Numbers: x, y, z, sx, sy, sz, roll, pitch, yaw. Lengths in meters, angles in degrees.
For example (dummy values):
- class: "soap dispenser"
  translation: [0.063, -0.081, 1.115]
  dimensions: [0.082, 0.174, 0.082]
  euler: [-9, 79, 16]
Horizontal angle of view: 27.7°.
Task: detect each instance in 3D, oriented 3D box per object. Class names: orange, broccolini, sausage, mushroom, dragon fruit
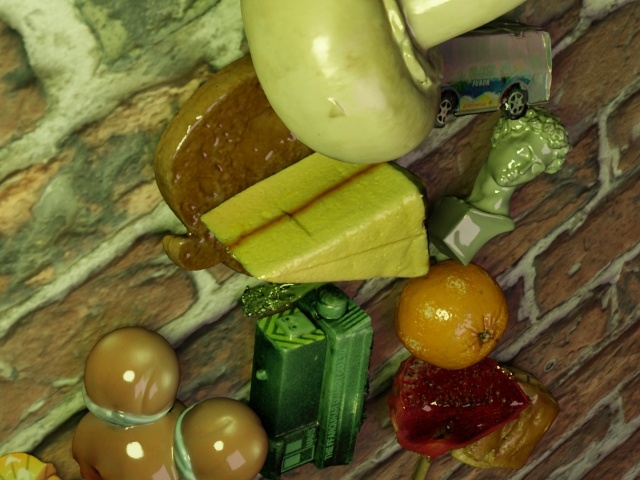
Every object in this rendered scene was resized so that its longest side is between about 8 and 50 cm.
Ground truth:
- class: "orange"
  translation: [0.218, 0.124, 2.117]
  dimensions: [0.193, 0.161, 0.193]
  euler: [-27, 141, -24]
- class: "broccolini"
  translation: [-0.006, 0.061, 1.829]
  dimensions: [0.054, 0.239, 0.051]
  euler: [65, 24, -15]
- class: "sausage"
  translation: [0.196, 0.424, 2.454]
  dimensions: [0.024, 0.024, 0.132]
  euler: [-8, 124, -41]
- class: "mushroom"
  translation: [0.082, -0.264, 1.501]
  dimensions: [0.336, 0.314, 0.314]
  euler: [-26, 149, 23]
- class: "dragon fruit"
  translation: [0.200, 0.293, 2.282]
  dimensions: [0.262, 0.134, 0.211]
  euler: [4, 130, -29]

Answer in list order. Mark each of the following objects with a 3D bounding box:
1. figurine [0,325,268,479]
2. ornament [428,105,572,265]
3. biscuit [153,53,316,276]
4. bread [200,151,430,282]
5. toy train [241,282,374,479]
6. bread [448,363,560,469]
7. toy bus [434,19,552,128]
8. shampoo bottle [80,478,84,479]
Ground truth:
- class: "figurine"
  translation: [-0.284, 0.332, 1.719]
  dimensions: [0.388, 0.277, 0.248]
  euler: [-52, -172, -25]
- class: "ornament"
  translation: [0.277, -0.088, 2.043]
  dimensions: [0.120, 0.130, 0.285]
  euler: [30, 106, -36]
- class: "biscuit"
  translation: [-0.085, -0.083, 1.725]
  dimensions: [0.314, 0.063, 0.367]
  euler: [-45, 142, -3]
- class: "bread"
  translation: [-0.003, 0.001, 1.700]
  dimensions: [0.264, 0.167, 0.163]
  euler: [-28, 138, -19]
- class: "toy train"
  translation: [-0.024, 0.224, 1.982]
  dimensions: [0.178, 0.138, 0.330]
  euler: [-17, 131, -30]
- class: "bread"
  translation: [0.358, 0.350, 2.493]
  dimensions: [0.235, 0.099, 0.210]
  euler: [25, 101, -51]
- class: "toy bus"
  translation: [0.200, -0.241, 1.848]
  dimensions: [0.317, 0.112, 0.138]
  euler: [-13, 119, -39]
- class: "shampoo bottle"
  translation: [-0.285, 0.363, 1.895]
  dimensions: [0.227, 0.056, 0.086]
  euler: [-20, 130, -34]
